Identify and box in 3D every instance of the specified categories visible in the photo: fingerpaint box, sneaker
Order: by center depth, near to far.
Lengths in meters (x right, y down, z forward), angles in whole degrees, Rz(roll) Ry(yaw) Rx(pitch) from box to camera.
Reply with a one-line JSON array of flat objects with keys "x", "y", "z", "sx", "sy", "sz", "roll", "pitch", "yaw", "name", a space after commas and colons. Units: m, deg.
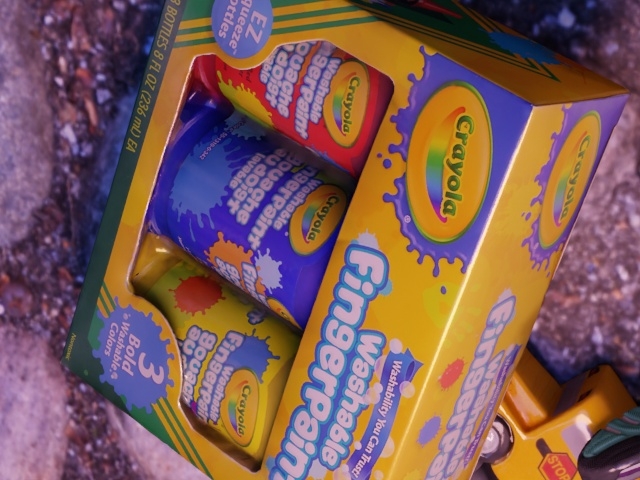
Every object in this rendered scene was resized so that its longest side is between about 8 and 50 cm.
[{"x": 0.324, "y": 0.178, "z": 1.414, "sx": 0.223, "sy": 0.083, "sz": 0.098, "roll": -25, "pitch": 107, "yaw": -19, "name": "sneaker"}, {"x": 0.000, "y": 0.000, "z": 1.419, "sx": 0.371, "sy": 0.163, "sz": 0.445, "roll": 33, "pitch": 116, "yaw": 29, "name": "fingerpaint box"}]

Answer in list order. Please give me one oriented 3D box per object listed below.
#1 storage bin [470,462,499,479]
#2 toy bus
[{"x": 0.117, "y": 0.243, "z": 1.560, "sx": 0.135, "sy": 0.098, "sz": 0.091, "roll": -28, "pitch": 106, "yaw": 24, "name": "storage bin"}, {"x": 0.253, "y": 0.232, "z": 1.495, "sx": 0.130, "sy": 0.108, "sz": 0.333, "roll": -32, "pitch": 94, "yaw": 24, "name": "toy bus"}]
